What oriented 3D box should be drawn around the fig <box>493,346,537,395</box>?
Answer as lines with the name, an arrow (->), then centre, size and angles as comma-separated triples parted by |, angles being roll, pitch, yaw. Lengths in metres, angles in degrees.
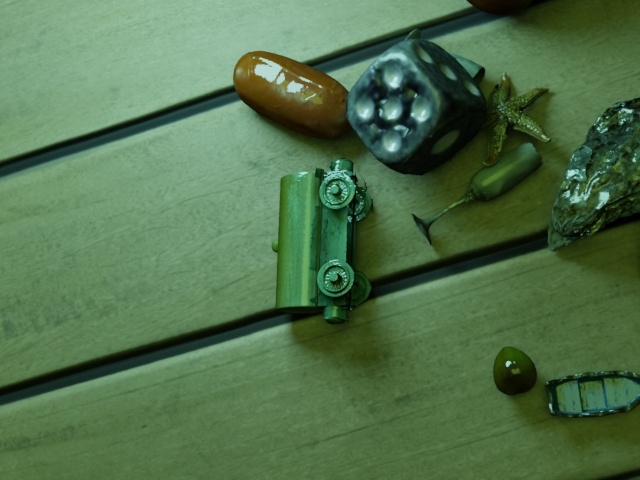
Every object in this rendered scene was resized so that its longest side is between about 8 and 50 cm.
fig -> 0.331, 0.220, 1.549 | 0.074, 0.074, 0.088 | -16, 54, 7

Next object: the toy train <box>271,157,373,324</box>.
toy train -> -0.004, -0.002, 1.633 | 0.189, 0.126, 0.308 | -1, 78, 11

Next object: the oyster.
oyster -> 0.516, -0.117, 1.561 | 0.351, 0.158, 0.162 | -47, 31, 6

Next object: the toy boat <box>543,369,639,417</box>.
toy boat -> 0.470, 0.255, 1.507 | 0.185, 0.077, 0.075 | -7, 75, 10

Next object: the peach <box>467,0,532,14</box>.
peach -> 0.345, -0.545, 1.634 | 0.252, 0.252, 0.253 | -2, 77, 11

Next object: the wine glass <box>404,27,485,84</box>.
wine glass -> 0.226, -0.330, 1.692 | 0.155, 0.073, 0.073 | 35, 86, 18

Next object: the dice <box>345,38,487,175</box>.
dice -> 0.169, -0.235, 1.596 | 0.181, 0.182, 0.183 | -46, 72, 30

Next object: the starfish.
starfish -> 0.346, -0.215, 1.633 | 0.176, 0.053, 0.208 | 29, 76, 32

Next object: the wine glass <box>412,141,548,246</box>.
wine glass -> 0.288, -0.090, 1.628 | 0.262, 0.074, 0.074 | -34, 74, 1

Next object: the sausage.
sausage -> -0.050, -0.275, 1.704 | 0.258, 0.133, 0.133 | 27, 84, 15
